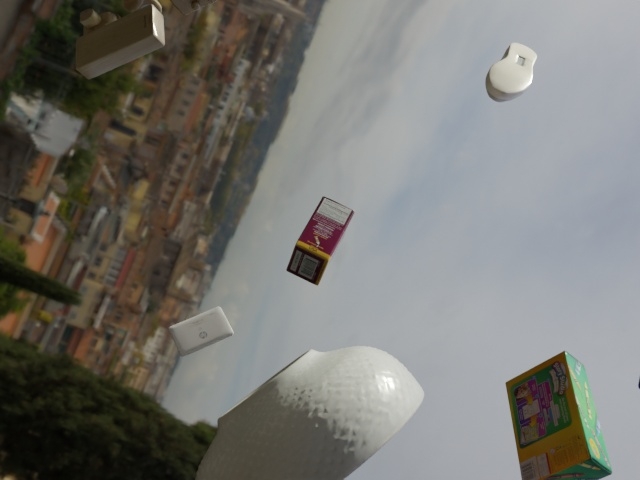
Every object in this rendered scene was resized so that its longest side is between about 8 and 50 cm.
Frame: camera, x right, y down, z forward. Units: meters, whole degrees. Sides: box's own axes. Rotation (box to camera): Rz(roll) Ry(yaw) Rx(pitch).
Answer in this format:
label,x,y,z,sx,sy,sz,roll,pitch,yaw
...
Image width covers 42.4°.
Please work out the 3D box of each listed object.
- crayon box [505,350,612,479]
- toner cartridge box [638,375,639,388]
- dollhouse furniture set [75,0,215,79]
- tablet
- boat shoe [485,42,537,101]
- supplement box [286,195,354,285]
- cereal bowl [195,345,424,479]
label,x,y,z,sx,sy,sz,roll,pitch,yaw
crayon box,0.499,0.391,1.755,0.165,0.081,0.278,-37,-149,30
toner cartridge box,0.533,0.112,0.892,0.165,0.347,0.075,42,-35,46
dollhouse furniture set,-0.221,-0.273,1.071,0.123,0.144,0.151,42,34,-56
tablet,-0.175,0.133,1.208,0.054,0.083,0.006,58,-18,29
boat shoe,0.287,-0.249,1.280,0.184,0.066,0.063,-63,177,-51
supplement box,0.000,0.000,0.943,0.083,0.043,0.055,-61,175,-39
cereal bowl,-0.035,0.249,1.105,0.339,0.141,0.339,-36,175,-4
